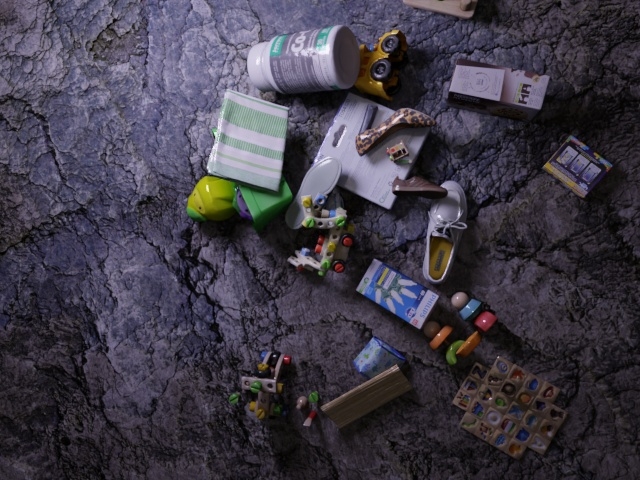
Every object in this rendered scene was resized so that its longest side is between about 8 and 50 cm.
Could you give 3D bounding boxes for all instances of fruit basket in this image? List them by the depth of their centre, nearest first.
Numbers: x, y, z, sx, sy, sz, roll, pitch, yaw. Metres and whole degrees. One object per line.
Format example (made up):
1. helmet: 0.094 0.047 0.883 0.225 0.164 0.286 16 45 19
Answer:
1. fruit basket: -0.326 -0.191 1.810 0.392 0.283 0.391 1 81 -6

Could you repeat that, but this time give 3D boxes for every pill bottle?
1. pill bottle: -0.063 -0.617 1.746 0.361 0.204 0.204 5 89 32

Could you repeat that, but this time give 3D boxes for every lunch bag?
1. lunch bag: 0.213 0.432 1.772 0.151 0.096 0.128 36 96 -21

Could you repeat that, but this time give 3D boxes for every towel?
1. towel: -0.236 -0.341 1.707 0.248 0.038 0.324 13 71 -17

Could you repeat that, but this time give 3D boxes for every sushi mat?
1. sushi mat: 0.165 0.556 1.769 0.317 0.019 0.151 -32 127 7

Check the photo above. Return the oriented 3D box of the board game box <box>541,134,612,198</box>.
1. board game box: 0.865 -0.248 1.699 0.170 0.048 0.141 41 97 8

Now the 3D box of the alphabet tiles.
1. alphabet tiles: 0.650 0.577 1.733 0.343 0.011 0.285 29 93 9

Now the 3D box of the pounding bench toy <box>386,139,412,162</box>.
1. pounding bench toy: 0.271 -0.291 1.730 0.065 0.052 0.083 -27 84 9

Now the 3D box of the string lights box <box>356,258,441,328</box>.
1. string lights box: 0.272 0.184 1.750 0.260 0.077 0.133 30 94 22

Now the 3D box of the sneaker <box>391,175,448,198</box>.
1. sneaker: 0.340 -0.188 1.711 0.189 0.066 0.071 6 69 10

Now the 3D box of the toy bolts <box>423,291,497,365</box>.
1. toy bolts: 0.467 0.279 1.690 0.158 0.218 0.228 43 77 14

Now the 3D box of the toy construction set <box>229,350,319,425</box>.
1. toy construction set: -0.158 0.551 1.758 0.309 0.237 0.257 29 93 9

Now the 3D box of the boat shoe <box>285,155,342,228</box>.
1. boat shoe: -0.017 -0.171 1.797 0.114 0.091 0.302 46 111 13

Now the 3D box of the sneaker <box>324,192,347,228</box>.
1. sneaker: 0.049 -0.075 1.833 0.083 0.071 0.190 -6 85 23

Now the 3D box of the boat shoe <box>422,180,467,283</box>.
1. boat shoe: 0.420 -0.029 1.714 0.136 0.156 0.366 15 91 10

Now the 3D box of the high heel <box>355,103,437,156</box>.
1. high heel: 0.251 -0.355 1.710 0.261 0.093 0.186 16 87 25

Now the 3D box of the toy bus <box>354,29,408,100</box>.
1. toy bus: 0.189 -0.630 1.790 0.212 0.149 0.220 18 90 26

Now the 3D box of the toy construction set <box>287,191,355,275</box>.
1. toy construction set: 0.000 0.000 1.735 0.215 0.151 0.327 15 127 -7

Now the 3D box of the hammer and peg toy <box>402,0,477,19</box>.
1. hammer and peg toy: 0.394 -0.943 1.757 0.362 0.127 0.265 19 92 10

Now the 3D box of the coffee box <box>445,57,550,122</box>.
1. coffee box: 0.586 -0.504 1.693 0.297 0.168 0.118 15 91 9

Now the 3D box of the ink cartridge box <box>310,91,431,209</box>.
1. ink cartridge box: 0.179 -0.322 1.809 0.330 0.071 0.324 27 94 12
